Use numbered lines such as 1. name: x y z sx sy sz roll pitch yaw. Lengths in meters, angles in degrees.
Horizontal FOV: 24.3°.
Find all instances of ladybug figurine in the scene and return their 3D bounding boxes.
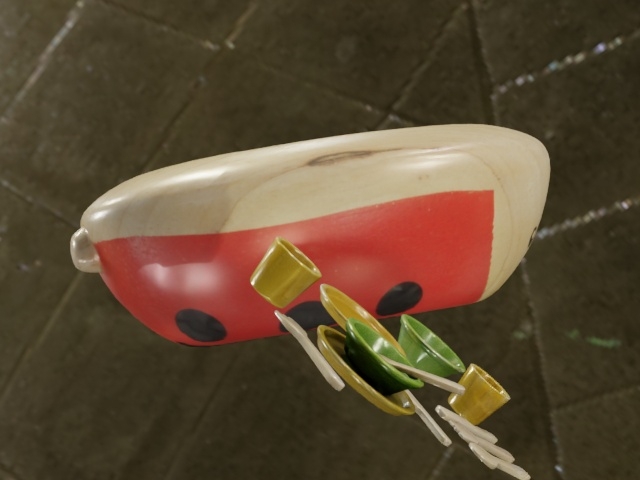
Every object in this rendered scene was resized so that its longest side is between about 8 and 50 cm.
1. ladybug figurine: 0.000 0.000 1.360 0.450 0.305 0.161 -8 86 -12

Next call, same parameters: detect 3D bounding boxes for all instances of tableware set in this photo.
1. tableware set: 0.029 0.041 0.598 0.024 0.154 0.104 -49 47 9
